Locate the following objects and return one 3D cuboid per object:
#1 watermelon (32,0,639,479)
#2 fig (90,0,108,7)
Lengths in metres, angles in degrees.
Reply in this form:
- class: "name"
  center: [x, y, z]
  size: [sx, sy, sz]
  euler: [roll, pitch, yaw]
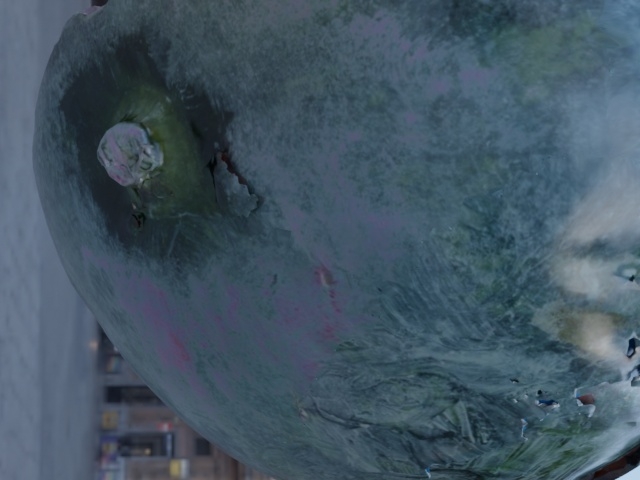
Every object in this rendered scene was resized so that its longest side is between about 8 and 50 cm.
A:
- class: "watermelon"
  center: [0.016, -0.003, 0.382]
  size: [0.322, 0.175, 0.188]
  euler: [-43, -125, 39]
- class: "fig"
  center: [-0.142, -0.174, 0.911]
  size: [0.125, 0.089, 0.089]
  euler: [107, -19, -60]
